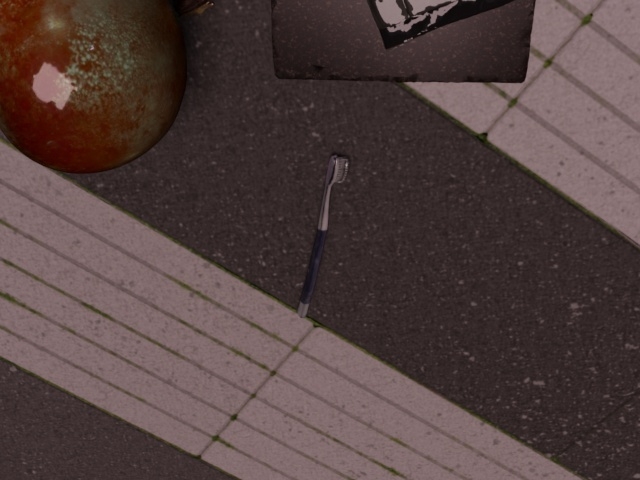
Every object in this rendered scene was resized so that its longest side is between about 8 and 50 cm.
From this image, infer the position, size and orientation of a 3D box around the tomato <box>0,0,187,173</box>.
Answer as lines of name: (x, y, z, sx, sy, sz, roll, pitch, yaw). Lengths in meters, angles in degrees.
tomato: (-0.267, -0.214, 0.923, 0.223, 0.270, 0.270, -23, 118, 2)

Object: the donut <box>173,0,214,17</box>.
donut: (-0.099, -0.370, 0.880, 0.295, 0.151, 0.112, -34, 94, 23)

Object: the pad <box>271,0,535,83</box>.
pad: (0.101, -0.301, 0.985, 0.331, 0.004, 0.219, 2, 122, 4)

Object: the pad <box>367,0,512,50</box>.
pad: (0.154, -0.341, 0.940, 0.233, 0.022, 0.174, -19, 119, 18)

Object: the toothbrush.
toothbrush: (0.000, 0.000, 1.176, 0.026, 0.024, 0.288, 5, 123, -14)
